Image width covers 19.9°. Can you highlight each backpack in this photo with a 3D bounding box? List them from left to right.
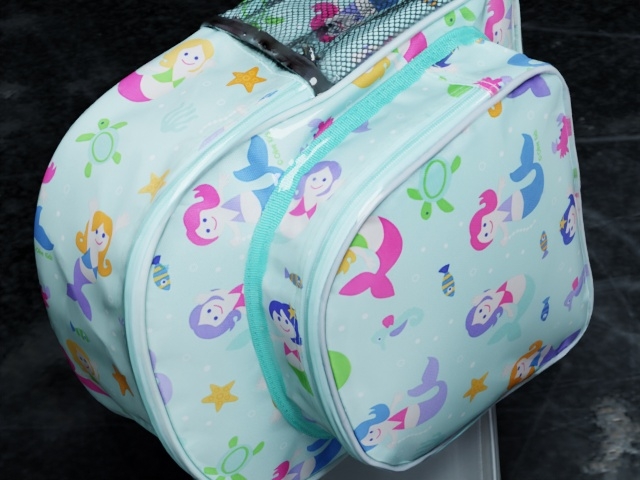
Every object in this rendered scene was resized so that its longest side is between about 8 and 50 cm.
[{"bbox_3d":[0.000,0.000,0.872,0.253,0.225,0.191,-30,41,-21],"label":"backpack"}]

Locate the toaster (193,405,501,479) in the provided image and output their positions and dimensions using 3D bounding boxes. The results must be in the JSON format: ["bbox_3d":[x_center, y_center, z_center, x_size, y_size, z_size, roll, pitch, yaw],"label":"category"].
[{"bbox_3d":[0.011,0.095,1.015,0.185,0.110,0.168,-14,41,-10],"label":"toaster"}]
